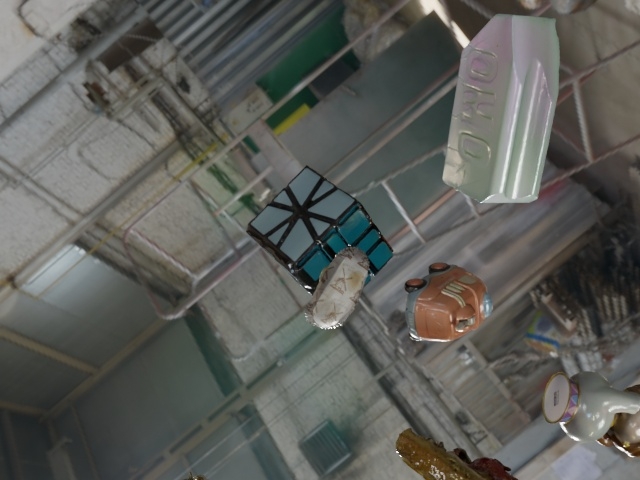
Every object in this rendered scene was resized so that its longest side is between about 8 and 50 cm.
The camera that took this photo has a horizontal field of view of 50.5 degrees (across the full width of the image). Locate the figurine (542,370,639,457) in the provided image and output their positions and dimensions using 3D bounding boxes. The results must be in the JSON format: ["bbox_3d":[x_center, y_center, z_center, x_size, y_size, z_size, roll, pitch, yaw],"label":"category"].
[{"bbox_3d":[0.571,0.339,1.314,0.264,0.142,0.189,17,154,-8],"label":"figurine"}]

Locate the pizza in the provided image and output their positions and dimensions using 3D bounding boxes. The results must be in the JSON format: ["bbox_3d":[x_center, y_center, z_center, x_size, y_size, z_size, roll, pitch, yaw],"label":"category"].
[{"bbox_3d":[0.376,0.537,1.390,0.440,0.130,0.406,35,176,29],"label":"pizza"}]

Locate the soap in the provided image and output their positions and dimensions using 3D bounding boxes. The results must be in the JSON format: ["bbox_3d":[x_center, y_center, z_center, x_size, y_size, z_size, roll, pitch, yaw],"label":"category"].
[{"bbox_3d":[0.351,-0.257,1.318,0.208,0.115,0.346,-134,46,-61],"label":"soap"}]

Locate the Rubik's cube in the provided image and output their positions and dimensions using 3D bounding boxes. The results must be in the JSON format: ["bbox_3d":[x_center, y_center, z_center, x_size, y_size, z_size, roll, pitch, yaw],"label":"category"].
[{"bbox_3d":[0.000,0.000,2.032,0.293,0.288,0.283,36,169,45],"label":"Rubik's cube"}]

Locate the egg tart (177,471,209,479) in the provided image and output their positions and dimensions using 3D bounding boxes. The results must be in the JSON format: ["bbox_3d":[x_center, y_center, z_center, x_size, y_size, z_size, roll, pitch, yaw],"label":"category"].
[{"bbox_3d":[-0.312,0.568,1.228,0.153,0.339,0.351,23,-178,3],"label":"egg tart"}]

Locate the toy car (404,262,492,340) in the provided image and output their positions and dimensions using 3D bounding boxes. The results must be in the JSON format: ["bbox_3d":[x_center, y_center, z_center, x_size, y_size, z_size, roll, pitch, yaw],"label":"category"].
[{"bbox_3d":[0.381,0.190,1.980,0.212,0.270,0.180,11,118,42],"label":"toy car"}]

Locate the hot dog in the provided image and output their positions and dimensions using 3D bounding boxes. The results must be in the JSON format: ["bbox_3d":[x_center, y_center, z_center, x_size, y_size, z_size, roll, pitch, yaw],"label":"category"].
[{"bbox_3d":[0.041,0.101,1.444,0.099,0.192,0.053,29,174,-16],"label":"hot dog"}]
